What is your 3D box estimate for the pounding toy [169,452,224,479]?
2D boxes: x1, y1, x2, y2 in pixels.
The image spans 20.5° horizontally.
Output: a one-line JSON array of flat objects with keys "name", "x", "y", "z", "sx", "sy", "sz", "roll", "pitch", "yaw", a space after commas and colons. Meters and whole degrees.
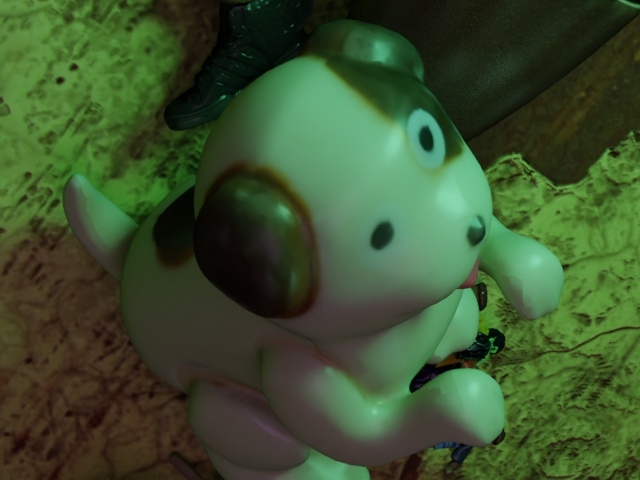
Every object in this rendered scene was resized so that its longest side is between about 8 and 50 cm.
[{"name": "pounding toy", "x": -0.054, "y": 0.258, "z": 1.617, "sx": 0.100, "sy": 0.130, "sz": 0.141, "roll": -23, "pitch": 114, "yaw": -18}]

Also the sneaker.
[{"name": "sneaker", "x": -0.070, "y": -0.168, "z": 1.485, "sx": 0.170, "sy": 0.051, "sz": 0.089, "roll": -29, "pitch": 114, "yaw": -6}]

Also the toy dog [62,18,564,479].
[{"name": "toy dog", "x": 0.000, "y": 0.000, "z": 1.367, "sx": 0.395, "sy": 0.408, "sz": 0.284, "roll": 40, "pitch": 66, "yaw": 5}]

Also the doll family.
[{"name": "doll family", "x": 0.119, "y": 0.120, "z": 1.630, "sx": 0.111, "sy": 0.076, "sz": 0.193, "roll": -1, "pitch": 116, "yaw": -18}]

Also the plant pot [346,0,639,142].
[{"name": "plant pot", "x": 0.112, "y": -0.178, "z": 1.456, "sx": 0.215, "sy": 0.215, "sz": 0.230, "roll": 31, "pitch": 114, "yaw": -22}]

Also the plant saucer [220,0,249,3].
[{"name": "plant saucer", "x": -0.070, "y": -0.236, "z": 1.452, "sx": 0.083, "sy": 0.015, "sz": 0.083, "roll": 1, "pitch": 79, "yaw": -4}]
